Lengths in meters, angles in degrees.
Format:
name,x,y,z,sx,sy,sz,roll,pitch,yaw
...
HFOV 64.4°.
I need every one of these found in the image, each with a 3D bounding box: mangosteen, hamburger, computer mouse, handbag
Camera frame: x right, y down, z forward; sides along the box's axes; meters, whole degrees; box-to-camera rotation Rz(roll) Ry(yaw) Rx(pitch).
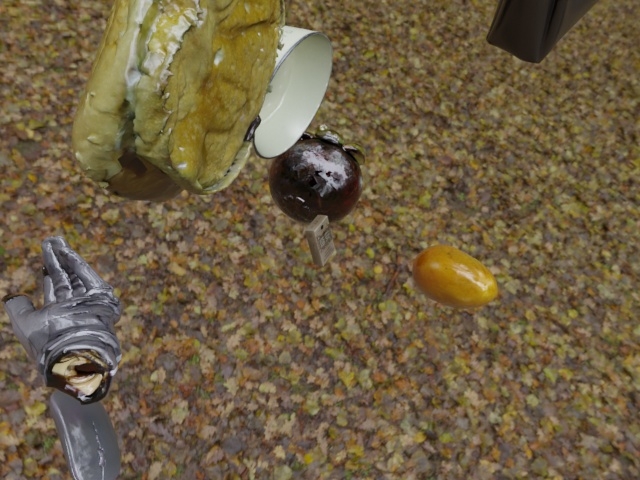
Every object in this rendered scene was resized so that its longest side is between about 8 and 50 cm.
name,x,y,z,sx,sy,sz,roll,pitch,yaw
mangosteen,-0.007,-0.202,1.667,0.330,0.330,0.330,10,49,-11
hamburger,-0.147,-0.174,0.546,0.134,0.285,0.265,21,4,14
computer mouse,-0.498,0.409,1.080,0.232,0.057,0.120,53,15,31
handbag,0.341,-0.410,0.662,0.113,0.257,0.285,38,73,25

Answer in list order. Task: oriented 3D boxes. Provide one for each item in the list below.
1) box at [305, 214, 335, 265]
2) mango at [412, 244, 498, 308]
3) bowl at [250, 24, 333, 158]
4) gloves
name,x,y,z,sx,sy,sz,roll,pitch,yaw
box,0.000,0.000,0.960,0.024,0.083,0.053,10,42,28
mango,0.290,0.083,1.105,0.154,0.252,0.126,34,89,-17
bowl,-0.090,-0.276,0.902,0.126,0.238,0.238,32,48,15
gloves,-0.331,0.098,0.652,0.142,0.119,0.285,-19,43,-21
